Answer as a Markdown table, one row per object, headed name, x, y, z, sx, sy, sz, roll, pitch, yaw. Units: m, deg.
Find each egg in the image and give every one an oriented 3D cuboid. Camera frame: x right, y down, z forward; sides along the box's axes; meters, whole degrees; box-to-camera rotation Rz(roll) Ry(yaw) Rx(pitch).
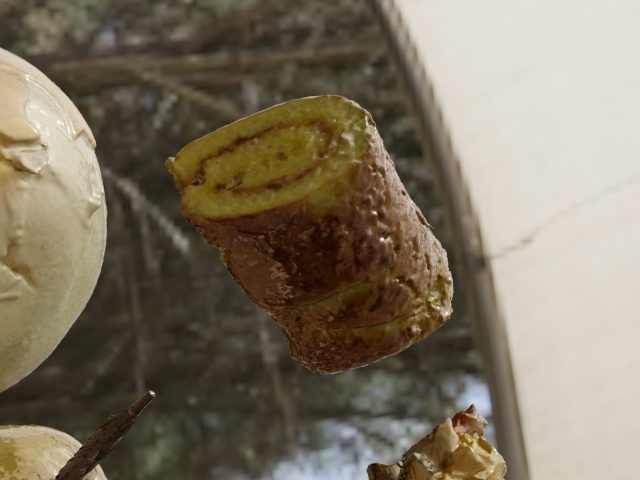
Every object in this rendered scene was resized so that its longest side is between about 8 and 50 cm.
| name | x | y | z | sx | sy | sz | roll | pitch | yaw |
| --- | --- | --- | --- | --- | --- | --- | --- | --- | --- |
| egg | -0.222 | -0.013 | 1.034 | 0.244 | 0.201 | 0.201 | 16 | -64 | 42 |

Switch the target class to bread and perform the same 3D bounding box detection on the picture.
| name | x | y | z | sx | sy | sz | roll | pitch | yaw |
| --- | --- | --- | --- | --- | --- | --- | --- | --- | --- |
| bread | 0.000 | 0.000 | 1.228 | 0.172 | 0.132 | 0.103 | 58 | 15 | -46 |

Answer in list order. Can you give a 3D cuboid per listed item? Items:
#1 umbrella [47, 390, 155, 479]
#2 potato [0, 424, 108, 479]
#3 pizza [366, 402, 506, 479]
| name | x | y | z | sx | sy | sz | roll | pitch | yaw |
| --- | --- | --- | --- | --- | --- | --- | --- | --- | --- |
| umbrella | -0.198 | 0.191 | 1.624 | 0.269 | 0.044 | 0.044 | -41 | -154 | 38 |
| potato | -0.362 | 0.317 | 1.821 | 0.290 | 0.296 | 0.397 | 64 | 26 | -14 |
| pizza | 0.095 | 0.197 | 1.102 | 0.289 | 0.081 | 0.229 | -131 | -153 | -64 |
